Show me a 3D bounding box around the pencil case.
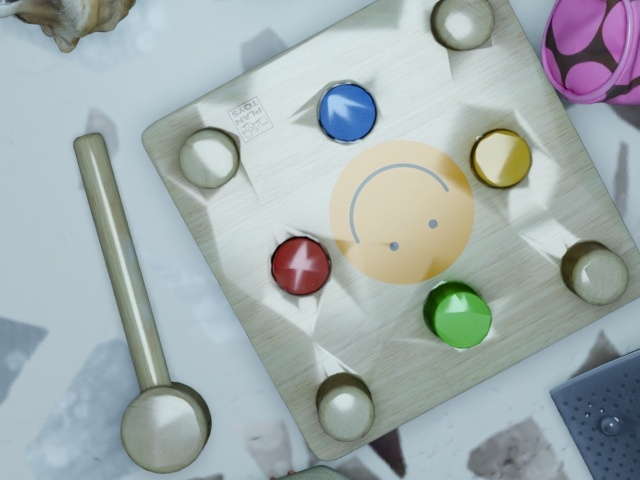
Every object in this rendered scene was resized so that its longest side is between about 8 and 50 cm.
[{"bbox_3d":[0.249,-0.137,1.102,0.209,0.095,0.098,-6,134,-25],"label":"pencil case"}]

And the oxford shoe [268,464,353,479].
[{"bbox_3d":[-0.043,0.216,1.166,0.348,0.123,0.130,9,51,2],"label":"oxford shoe"}]

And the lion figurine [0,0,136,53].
[{"bbox_3d":[-0.172,-0.330,1.074,0.142,0.240,0.392,-8,79,-19],"label":"lion figurine"}]

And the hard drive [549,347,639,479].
[{"bbox_3d":[0.291,0.124,1.118,0.255,0.054,0.172,-23,97,39],"label":"hard drive"}]

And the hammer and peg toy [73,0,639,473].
[{"bbox_3d":[0.000,0.000,1.122,0.361,0.127,0.266,-27,96,2],"label":"hammer and peg toy"}]
